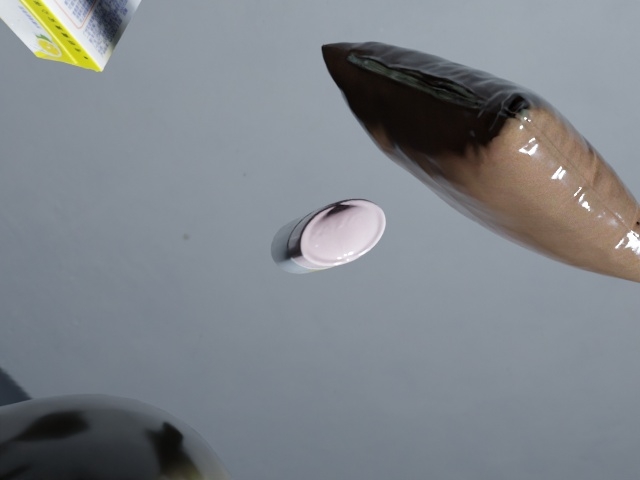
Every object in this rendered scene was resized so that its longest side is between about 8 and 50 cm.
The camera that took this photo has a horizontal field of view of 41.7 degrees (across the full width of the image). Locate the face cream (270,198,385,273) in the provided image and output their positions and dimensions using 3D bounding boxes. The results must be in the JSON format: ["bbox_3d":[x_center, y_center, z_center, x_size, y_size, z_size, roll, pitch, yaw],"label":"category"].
[{"bbox_3d":[0.000,0.000,0.798,0.084,0.198,0.057,-25,93,-12],"label":"face cream"}]

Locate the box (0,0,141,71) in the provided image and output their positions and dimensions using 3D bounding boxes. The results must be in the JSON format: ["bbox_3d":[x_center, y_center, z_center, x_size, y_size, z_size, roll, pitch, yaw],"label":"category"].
[{"bbox_3d":[-0.250,-0.339,0.894,0.097,0.265,0.168,15,162,24],"label":"box"}]

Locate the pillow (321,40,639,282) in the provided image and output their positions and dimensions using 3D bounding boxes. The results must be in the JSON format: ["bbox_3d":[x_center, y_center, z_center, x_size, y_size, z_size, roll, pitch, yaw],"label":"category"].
[{"bbox_3d":[0.170,-0.077,0.835,0.305,0.308,0.108,35,91,-37],"label":"pillow"}]

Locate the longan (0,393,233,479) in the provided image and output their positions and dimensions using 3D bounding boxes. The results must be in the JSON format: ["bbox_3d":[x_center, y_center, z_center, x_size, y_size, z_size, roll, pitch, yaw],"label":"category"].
[{"bbox_3d":[-0.185,0.248,0.477,0.288,0.350,0.288,36,153,22],"label":"longan"}]
